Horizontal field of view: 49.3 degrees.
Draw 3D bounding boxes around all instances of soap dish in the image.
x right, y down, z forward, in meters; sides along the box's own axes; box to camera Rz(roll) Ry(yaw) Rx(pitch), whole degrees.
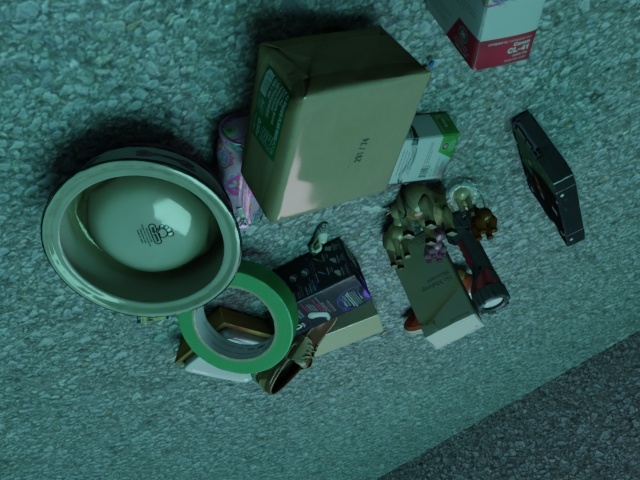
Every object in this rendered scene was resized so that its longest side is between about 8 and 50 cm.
[{"bbox_3d":[-0.266,0.320,2.129,0.229,0.118,0.291,-40,140,24],"label":"soap dish"}]

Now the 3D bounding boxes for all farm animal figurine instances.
[{"bbox_3d":[0.283,-0.069,1.852,0.330,0.172,0.327,-19,156,20],"label":"farm animal figurine"}]

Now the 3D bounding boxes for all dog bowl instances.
[{"bbox_3d":[-0.370,-0.032,1.494,0.408,0.150,0.408,-2,126,-2],"label":"dog bowl"}]

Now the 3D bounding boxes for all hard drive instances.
[{"bbox_3d":[0.605,-0.157,1.839,0.064,0.237,0.339,-29,143,10],"label":"hard drive"}]

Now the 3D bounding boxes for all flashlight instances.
[{"bbox_3d":[0.431,0.063,1.981,0.103,0.304,0.103,-20,145,-3],"label":"flashlight"}]

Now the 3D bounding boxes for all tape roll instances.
[{"bbox_3d":[-0.222,0.208,1.884,0.321,0.077,0.321,4,115,9],"label":"tape roll"}]

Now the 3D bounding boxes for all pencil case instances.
[{"bbox_3d":[-0.173,-0.150,1.556,0.124,0.124,0.284,-8,142,-18],"label":"pencil case"}]

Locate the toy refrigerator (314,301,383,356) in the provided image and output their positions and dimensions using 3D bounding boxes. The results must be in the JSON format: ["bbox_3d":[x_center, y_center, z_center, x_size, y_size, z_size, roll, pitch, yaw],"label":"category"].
[{"bbox_3d":[0.057,0.281,2.268,0.270,0.094,0.102,-22,138,0],"label":"toy refrigerator"}]

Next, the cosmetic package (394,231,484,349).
[{"bbox_3d":[0.330,0.137,2.023,0.160,0.309,0.113,-30,144,12],"label":"cosmetic package"}]

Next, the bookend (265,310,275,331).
[{"bbox_3d":[-0.058,0.219,2.141,0.157,0.072,0.156,18,129,-41],"label":"bookend"}]

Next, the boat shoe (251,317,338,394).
[{"bbox_3d":[-0.061,0.333,2.081,0.324,0.116,0.123,-46,139,3],"label":"boat shoe"}]

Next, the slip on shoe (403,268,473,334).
[{"bbox_3d":[0.387,0.202,2.331,0.101,0.123,0.331,36,128,-13],"label":"slip on shoe"}]

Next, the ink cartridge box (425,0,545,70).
[{"bbox_3d":[0.305,-0.499,1.244,0.131,0.226,0.306,-13,145,-12],"label":"ink cartridge box"}]

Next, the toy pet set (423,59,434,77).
[{"bbox_3d":[0.184,-0.340,1.546,0.122,0.065,0.114,-45,158,-29],"label":"toy pet set"}]

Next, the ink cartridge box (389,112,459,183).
[{"bbox_3d":[0.208,-0.220,1.682,0.208,0.087,0.153,-8,143,-19],"label":"ink cartridge box"}]

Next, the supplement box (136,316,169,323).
[{"bbox_3d":[-0.453,0.167,1.862,0.083,0.083,0.056,-7,142,-16],"label":"supplement box"}]

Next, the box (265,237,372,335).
[{"bbox_3d":[-0.015,0.138,1.993,0.270,0.143,0.165,-26,143,8],"label":"box"}]

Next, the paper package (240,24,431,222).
[{"bbox_3d":[0.017,-0.225,1.370,0.309,0.168,0.325,-19,146,-30],"label":"paper package"}]

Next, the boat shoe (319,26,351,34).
[{"bbox_3d":[0.063,-0.393,1.406,0.152,0.056,0.049,1,134,-28],"label":"boat shoe"}]

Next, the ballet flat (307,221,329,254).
[{"bbox_3d":[0.000,0.000,1.909,0.041,0.041,0.114,1,139,-28],"label":"ballet flat"}]
